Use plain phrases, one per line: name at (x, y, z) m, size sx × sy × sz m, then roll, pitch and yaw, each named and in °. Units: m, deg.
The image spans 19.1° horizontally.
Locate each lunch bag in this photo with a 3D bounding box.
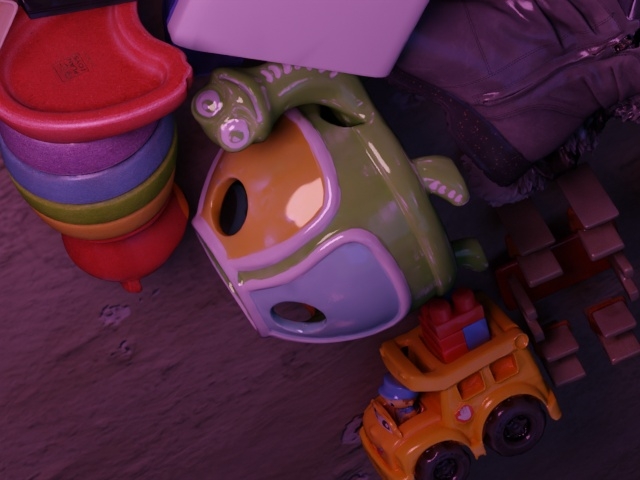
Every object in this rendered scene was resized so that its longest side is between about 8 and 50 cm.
lunch bag at (-0.106, -0.202, 1.685) m, size 0.067 × 0.065 × 0.098 m, roll -9°, pitch 135°, yaw -10°

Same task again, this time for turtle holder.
turtle holder at (0.003, -0.031, 1.771) m, size 0.227 × 0.243 × 0.320 m, roll -31°, pitch 166°, yaw -5°

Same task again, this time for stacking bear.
stacking bear at (-0.192, -0.070, 1.680) m, size 0.164 × 0.175 × 0.289 m, roll -26°, pitch 146°, yaw -12°

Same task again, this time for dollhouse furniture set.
dollhouse furniture set at (0.325, 0.008, 2.188) m, size 0.259 × 0.135 × 0.262 m, roll -23°, pitch 139°, yaw -2°

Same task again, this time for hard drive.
hard drive at (0.026, -0.277, 1.554) m, size 0.210 × 0.040 × 0.318 m, roll 6°, pitch 133°, yaw -27°

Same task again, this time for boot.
boot at (0.164, -0.216, 1.759) m, size 0.223 × 0.118 × 0.338 m, roll -35°, pitch 128°, yaw 22°

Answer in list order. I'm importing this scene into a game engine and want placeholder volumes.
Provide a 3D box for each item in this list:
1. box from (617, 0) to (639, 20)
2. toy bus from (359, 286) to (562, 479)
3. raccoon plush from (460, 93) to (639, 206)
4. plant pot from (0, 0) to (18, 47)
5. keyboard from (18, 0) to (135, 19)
box at (0.385, -0.343, 1.688) m, size 0.294 × 0.296 × 0.182 m, roll -2°, pitch 130°, yaw -12°
toy bus at (0.138, 0.154, 2.152) m, size 0.220 × 0.149 × 0.211 m, roll -28°, pitch 126°, yaw -9°
raccoon plush at (0.360, -0.226, 1.989) m, size 0.299 × 0.216 × 0.446 m, roll -13°, pitch 164°, yaw -47°
plant pot at (-0.324, -0.177, 1.518) m, size 0.109 × 0.096 × 0.109 m, roll 5°, pitch 124°, yaw -40°
keyboard at (-0.120, -0.304, 1.572) m, size 0.317 × 0.033 × 0.201 m, roll -15°, pitch 117°, yaw -28°
